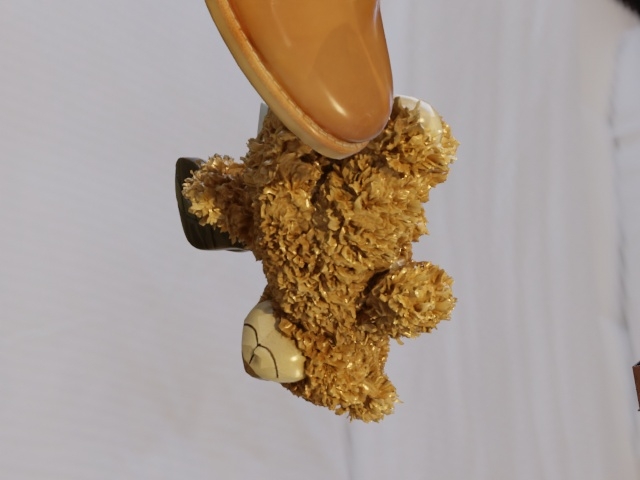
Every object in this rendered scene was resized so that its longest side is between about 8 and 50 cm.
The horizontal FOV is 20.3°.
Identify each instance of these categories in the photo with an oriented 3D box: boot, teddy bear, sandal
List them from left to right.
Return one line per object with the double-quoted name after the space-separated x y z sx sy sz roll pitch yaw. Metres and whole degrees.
-0.076 -0.034 1.703 0.060 0.219 0.090 -5 96 -33 "sandal"
0.000 0.000 1.327 0.245 0.338 0.113 40 49 7 "teddy bear"
0.048 -0.189 0.846 0.109 0.220 0.283 -34 110 -63 "boot"

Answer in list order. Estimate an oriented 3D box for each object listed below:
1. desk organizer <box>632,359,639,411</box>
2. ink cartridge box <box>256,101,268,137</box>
0.408 0.150 1.935 0.047 0.130 0.050 -18 98 -67 "desk organizer"
0.009 -0.067 1.777 0.176 0.128 0.127 -140 -124 -76 "ink cartridge box"
